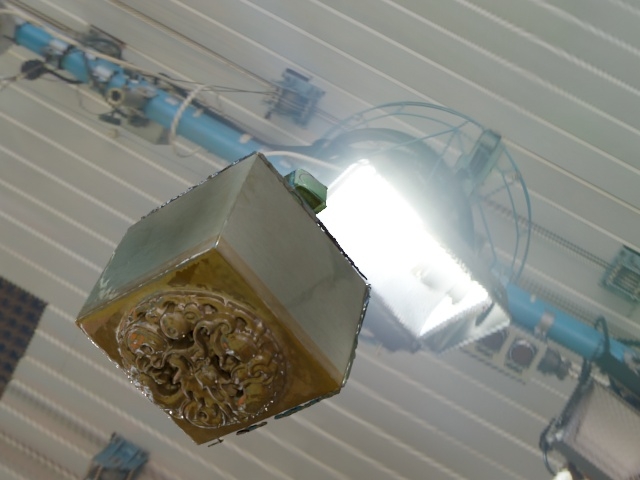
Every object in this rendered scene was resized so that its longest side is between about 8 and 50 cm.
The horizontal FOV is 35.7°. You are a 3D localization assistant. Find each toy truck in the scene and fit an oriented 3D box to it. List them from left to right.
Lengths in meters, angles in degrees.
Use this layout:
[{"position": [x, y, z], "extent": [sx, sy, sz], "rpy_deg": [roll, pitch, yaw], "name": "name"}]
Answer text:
[{"position": [0.000, 0.000, 1.154], "extent": [0.081, 0.067, 0.175], "rpy_deg": [-34, -69, 18], "name": "toy truck"}]

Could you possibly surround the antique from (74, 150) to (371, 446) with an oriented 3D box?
[{"position": [-0.068, 0.052, 0.733], "extent": [0.146, 0.148, 0.152], "rpy_deg": [-28, -66, 28], "name": "antique"}]
